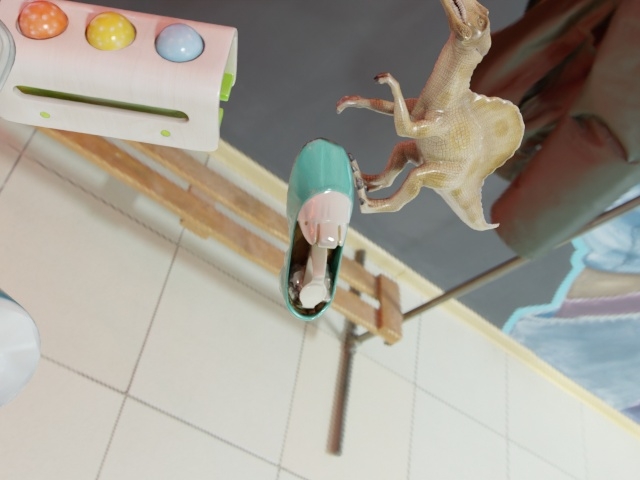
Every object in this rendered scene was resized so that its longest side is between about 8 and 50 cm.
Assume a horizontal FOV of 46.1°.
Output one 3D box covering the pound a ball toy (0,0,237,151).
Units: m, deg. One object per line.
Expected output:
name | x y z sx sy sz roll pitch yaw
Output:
pound a ball toy | -0.262 -0.247 0.912 0.319 0.136 0.208 10 56 -1

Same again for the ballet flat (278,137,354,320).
ballet flat | 0.000 0.000 0.895 0.083 0.247 0.087 -3 40 -16

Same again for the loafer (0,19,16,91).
loafer | -0.359 -0.067 0.587 0.112 0.319 0.111 48 8 -17

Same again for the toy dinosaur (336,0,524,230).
toy dinosaur | 0.063 -0.042 0.401 0.183 0.092 0.053 72 6 -48

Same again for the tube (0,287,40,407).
tube | -0.198 0.018 0.370 0.052 0.207 0.080 -31 123 -28
